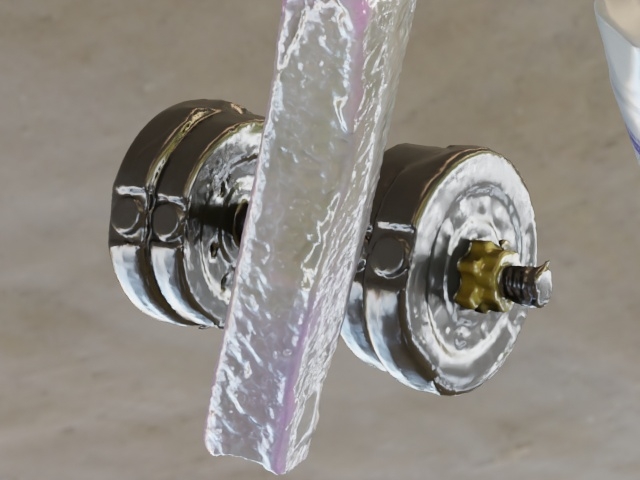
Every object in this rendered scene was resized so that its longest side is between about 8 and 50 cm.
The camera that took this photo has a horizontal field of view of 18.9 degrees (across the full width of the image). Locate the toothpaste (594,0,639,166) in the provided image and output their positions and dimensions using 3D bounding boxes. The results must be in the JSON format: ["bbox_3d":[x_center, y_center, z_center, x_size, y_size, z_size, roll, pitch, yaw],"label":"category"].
[{"bbox_3d":[0.223,-0.022,1.033,0.080,0.125,0.371,-51,146,-13],"label":"toothpaste"}]

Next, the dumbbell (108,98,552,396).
[{"bbox_3d":[0.000,0.000,1.442,0.388,0.185,0.185,11,-178,35],"label":"dumbbell"}]

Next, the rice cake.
[{"bbox_3d":[-0.011,-0.007,1.098,0.070,0.064,0.399,-48,158,-46],"label":"rice cake"}]
